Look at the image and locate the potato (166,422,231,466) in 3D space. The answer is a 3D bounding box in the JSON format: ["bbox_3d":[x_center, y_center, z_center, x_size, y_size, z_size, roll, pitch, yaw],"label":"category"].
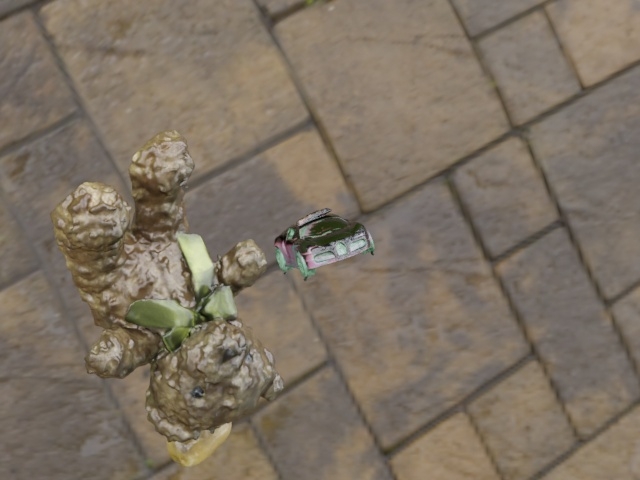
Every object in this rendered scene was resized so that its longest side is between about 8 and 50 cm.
[{"bbox_3d":[-0.143,0.222,1.728,0.083,0.068,0.062,-49,143,-29],"label":"potato"}]

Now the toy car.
[{"bbox_3d":[0.000,0.000,1.342,0.069,0.142,0.055,-20,96,-13],"label":"toy car"}]

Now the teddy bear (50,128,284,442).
[{"bbox_3d":[-0.159,0.065,1.616,0.222,0.296,0.246,37,56,25],"label":"teddy bear"}]
